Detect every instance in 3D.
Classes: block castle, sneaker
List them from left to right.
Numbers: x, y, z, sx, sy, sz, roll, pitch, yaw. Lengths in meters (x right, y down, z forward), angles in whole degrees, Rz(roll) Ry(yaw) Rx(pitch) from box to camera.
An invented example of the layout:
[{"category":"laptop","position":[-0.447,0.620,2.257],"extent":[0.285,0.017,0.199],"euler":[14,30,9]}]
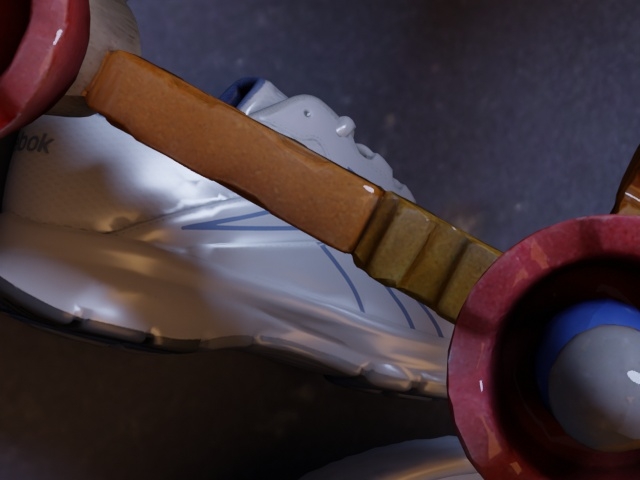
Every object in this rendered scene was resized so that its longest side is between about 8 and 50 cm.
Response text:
[{"category":"sneaker","position":[0.000,0.000,0.599],"extent":[0.297,0.111,0.129],"euler":[15,83,-31]},{"category":"block castle","position":[0.070,-0.181,0.380],"extent":[0.303,0.213,0.453],"euler":[29,96,4]}]

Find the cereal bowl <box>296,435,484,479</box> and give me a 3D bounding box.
[{"category":"cereal bowl","position":[0.048,0.250,0.619],"extent":[0.339,0.141,0.339],"euler":[-1,94,-20]}]
